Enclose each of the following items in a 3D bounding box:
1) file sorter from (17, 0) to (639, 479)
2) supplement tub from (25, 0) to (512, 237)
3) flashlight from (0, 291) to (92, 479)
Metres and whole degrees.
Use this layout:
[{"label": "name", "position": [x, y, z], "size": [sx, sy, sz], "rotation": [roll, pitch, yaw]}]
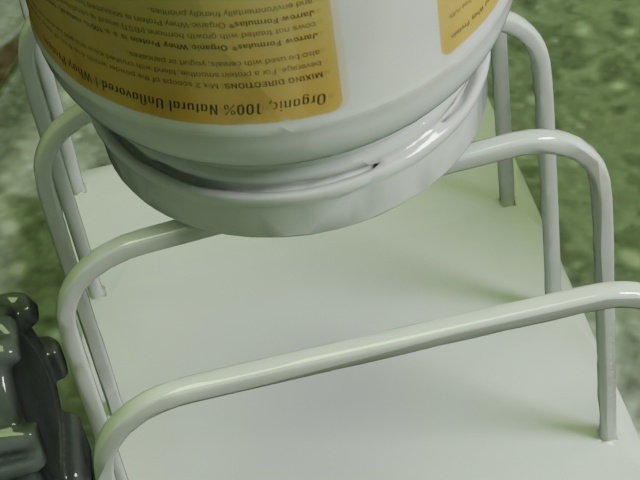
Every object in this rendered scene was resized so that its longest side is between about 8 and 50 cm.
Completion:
[{"label": "file sorter", "position": [0.000, 0.000, 0.647], "size": [0.192, 0.173, 0.278], "rotation": [-13, 45, -4]}, {"label": "supplement tub", "position": [-0.020, -0.112, 0.497], "size": [0.144, 0.200, 0.144], "rotation": [-4, 46, 5]}, {"label": "flashlight", "position": [-0.243, 0.081, 0.637], "size": [0.304, 0.103, 0.103], "rotation": [-12, 10, 4]}]
